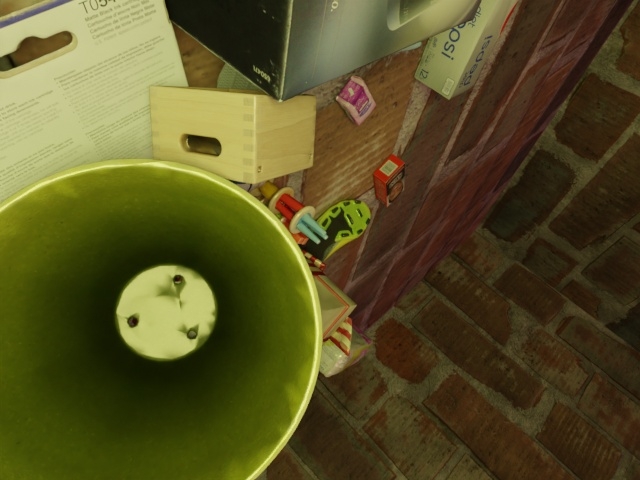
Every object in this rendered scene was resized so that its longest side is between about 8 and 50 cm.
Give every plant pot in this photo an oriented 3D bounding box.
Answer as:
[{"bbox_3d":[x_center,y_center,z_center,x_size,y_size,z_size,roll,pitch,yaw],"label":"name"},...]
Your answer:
[{"bbox_3d":[-0.168,0.085,0.453,0.275,0.274,0.293,-42,-173,-14],"label":"plant pot"}]

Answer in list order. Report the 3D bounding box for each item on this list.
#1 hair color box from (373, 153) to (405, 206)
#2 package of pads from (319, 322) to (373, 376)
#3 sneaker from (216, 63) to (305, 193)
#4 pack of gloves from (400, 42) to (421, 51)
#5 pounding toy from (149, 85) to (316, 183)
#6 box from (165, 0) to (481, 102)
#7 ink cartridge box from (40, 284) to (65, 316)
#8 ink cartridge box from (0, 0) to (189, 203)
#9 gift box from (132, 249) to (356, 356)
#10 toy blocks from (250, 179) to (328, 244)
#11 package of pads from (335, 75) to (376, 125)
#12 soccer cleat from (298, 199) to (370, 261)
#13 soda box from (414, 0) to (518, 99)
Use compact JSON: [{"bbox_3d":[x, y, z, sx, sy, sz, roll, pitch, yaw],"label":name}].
[{"bbox_3d":[0.172,-0.146,1.065,0.072,0.043,0.141,-46,160,-7],"label":"hair color box"},{"bbox_3d":[0.018,0.275,1.256,0.101,0.229,0.297,-51,158,9],"label":"package of pads"},{"bbox_3d":[-0.075,-0.148,0.519,0.091,0.094,0.258,-44,177,-47],"label":"sneaker"},{"bbox_3d":[0.141,-0.356,0.628,0.232,0.046,0.195,-32,155,-36],"label":"pack of gloves"},{"bbox_3d":[-0.088,-0.097,0.421,0.130,0.141,0.100,-33,131,-59],"label":"pounding toy"},{"bbox_3d":[0.036,-0.312,0.315,0.294,0.183,0.296,-36,157,-31],"label":"box"},{"bbox_3d":[-0.354,0.093,0.435,0.151,0.063,0.109,-36,156,-29],"label":"ink cartridge box"},{"bbox_3d":[-0.218,-0.101,0.377,0.223,0.045,0.223,-40,158,-24],"label":"ink cartridge box"},{"bbox_3d":[-0.106,0.143,0.730,0.255,0.276,0.258,-47,161,13],"label":"gift box"},{"bbox_3d":[-0.046,-0.033,0.693,0.054,0.148,0.123,-40,158,-18],"label":"toy blocks"},{"bbox_3d":[0.061,-0.231,0.712,0.050,0.032,0.083,-53,159,6],"label":"package of pads"},{"bbox_3d":[-0.001,-0.001,0.965,0.289,0.093,0.121,-41,-171,-29],"label":"soccer cleat"},{"bbox_3d":[0.272,-0.400,0.739,0.098,0.091,0.286,-33,155,-35],"label":"soda box"}]
